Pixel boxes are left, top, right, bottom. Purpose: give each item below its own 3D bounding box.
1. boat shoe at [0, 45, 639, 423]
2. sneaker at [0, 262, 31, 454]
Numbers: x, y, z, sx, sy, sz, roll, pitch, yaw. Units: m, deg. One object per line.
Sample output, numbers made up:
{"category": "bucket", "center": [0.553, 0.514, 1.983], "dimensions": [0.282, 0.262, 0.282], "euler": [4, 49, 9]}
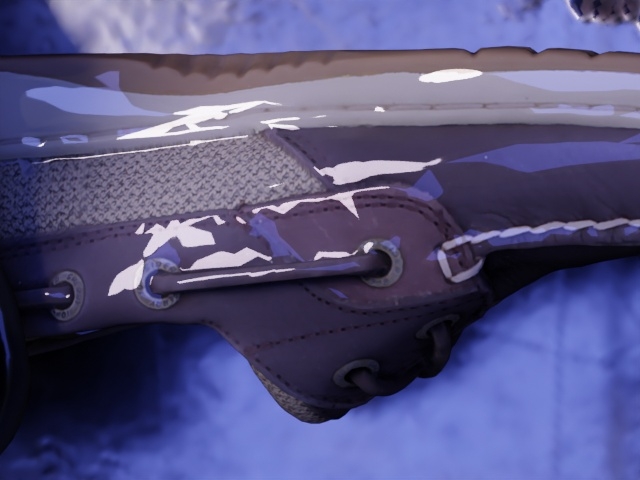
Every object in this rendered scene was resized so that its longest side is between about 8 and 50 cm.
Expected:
{"category": "boat shoe", "center": [0.000, 0.000, 0.405], "dimensions": [0.285, 0.103, 0.092], "euler": [0, 89, 12]}
{"category": "sneaker", "center": [-0.177, 0.038, 0.358], "dimensions": [0.182, 0.127, 0.315], "euler": [33, 106, 27]}
